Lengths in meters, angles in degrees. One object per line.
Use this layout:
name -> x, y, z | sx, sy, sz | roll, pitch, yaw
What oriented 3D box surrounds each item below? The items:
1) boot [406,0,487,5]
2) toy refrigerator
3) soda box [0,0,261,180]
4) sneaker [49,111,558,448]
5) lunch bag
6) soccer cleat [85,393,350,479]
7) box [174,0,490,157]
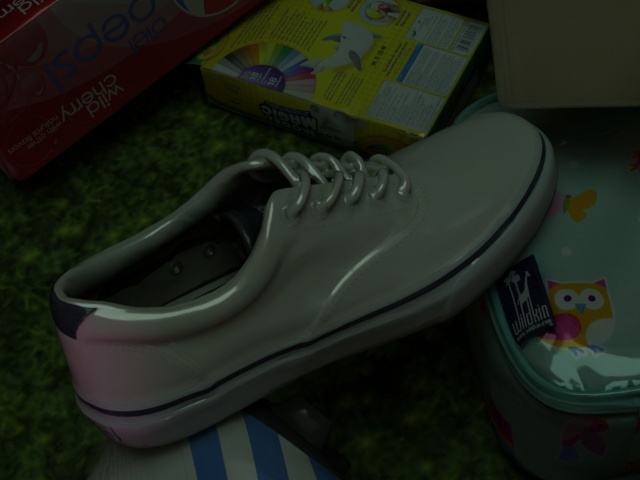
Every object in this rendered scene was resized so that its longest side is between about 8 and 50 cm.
boot -> 0.097, -0.178, 0.827 | 0.084, 0.059, 0.158 | -3, 14, -39
toy refrigerator -> 0.187, -0.154, 0.689 | 0.102, 0.094, 0.269 | 2, 22, 31
soda box -> -0.122, -0.157, 0.786 | 0.263, 0.092, 0.083 | -40, 45, -12
sneaker -> 0.000, 0.000, 0.575 | 0.258, 0.091, 0.094 | -31, 44, -16
lunch bag -> 0.200, -0.001, 0.661 | 0.279, 0.108, 0.224 | -9, 54, -1
soccer cleat -> 0.019, 0.182, 0.556 | 0.331, 0.116, 0.143 | 31, 71, 31
box -> 0.006, -0.114, 0.804 | 0.179, 0.043, 0.105 | 21, 59, 17
